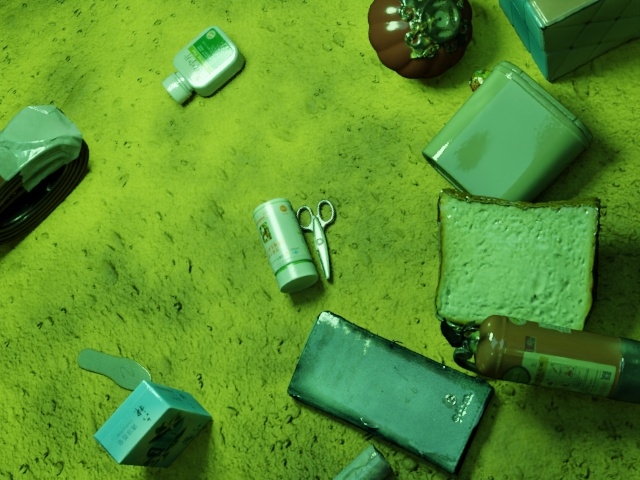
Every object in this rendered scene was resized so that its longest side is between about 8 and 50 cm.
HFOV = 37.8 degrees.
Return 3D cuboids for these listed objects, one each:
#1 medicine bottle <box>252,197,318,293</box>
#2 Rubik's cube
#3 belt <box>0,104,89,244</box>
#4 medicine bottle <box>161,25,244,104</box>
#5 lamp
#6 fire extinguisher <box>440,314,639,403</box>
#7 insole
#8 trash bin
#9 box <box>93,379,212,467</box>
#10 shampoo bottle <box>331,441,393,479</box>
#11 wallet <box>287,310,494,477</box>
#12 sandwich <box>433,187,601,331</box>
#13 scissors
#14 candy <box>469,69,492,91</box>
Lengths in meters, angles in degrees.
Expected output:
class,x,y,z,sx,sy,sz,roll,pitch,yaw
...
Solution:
class,x,y,z,sx,sy,sz,roll,pitch,yaw
medicine bottle,-0.073,0.010,1.930,0.086,0.086,0.183,-25,68,8
Rubik's cube,0.489,-0.494,1.847,0.221,0.231,0.225,-27,67,6
belt,-0.667,-0.144,2.073,0.339,0.217,0.122,-45,68,-3
medicine bottle,-0.269,-0.390,2.116,0.183,0.069,0.119,-40,70,3
lamp,0.203,-0.445,1.931,0.227,0.227,0.227,-4,73,15
fire extinguisher,0.387,0.225,1.682,0.376,0.200,0.113,11,43,3
insole,-0.440,0.274,1.999,0.188,0.004,0.064,16,78,19
trash bin,0.361,-0.187,1.832,0.243,0.121,0.247,44,91,6
box,-0.319,0.360,1.815,0.083,0.232,0.142,41,88,22
shampoo bottle,0.040,0.480,1.767,0.214,0.072,0.072,-43,68,0
wallet,0.129,0.289,1.810,0.379,0.046,0.191,22,82,20
sandwich,0.364,0.044,1.742,0.301,0.099,0.271,5,105,12
scissors,0.000,0.000,1.946,0.085,0.022,0.176,-16,68,10
candy,0.355,-0.257,1.916,0.060,0.060,0.201,-15,78,11
